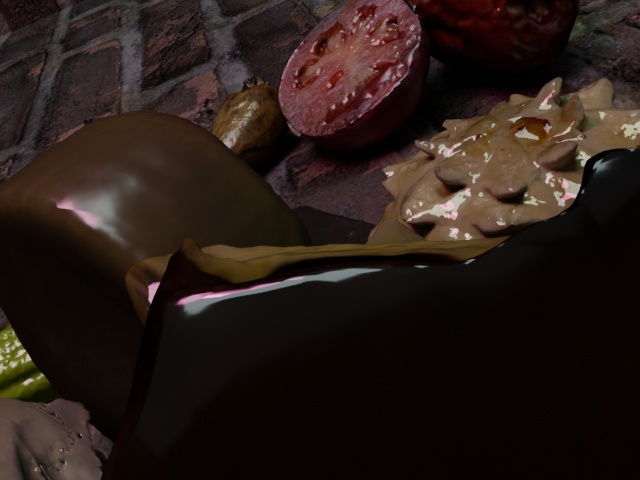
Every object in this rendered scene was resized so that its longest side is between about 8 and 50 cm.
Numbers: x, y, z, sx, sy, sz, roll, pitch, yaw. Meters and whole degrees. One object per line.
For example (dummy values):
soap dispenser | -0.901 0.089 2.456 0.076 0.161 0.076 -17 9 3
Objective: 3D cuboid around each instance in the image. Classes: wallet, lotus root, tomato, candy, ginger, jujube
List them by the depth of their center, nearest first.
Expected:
ginger | 0.088 0.138 0.457 0.359 0.211 0.413 -26 69 5
candy | -0.249 0.112 0.854 0.210 0.096 0.097 -25 30 -13
wallet | 0.000 0.000 0.925 0.082 0.018 0.157 -40 34 -25
jujube | 0.212 -0.301 1.097 0.183 0.183 0.243 -29 20 -10
tomato | 0.052 -0.208 1.101 0.225 0.085 0.224 -22 52 32
lotus root | -0.106 -0.133 1.147 0.108 0.094 0.190 -33 24 49

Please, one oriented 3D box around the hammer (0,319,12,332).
hammer | -0.335 0.070 1.033 0.111 0.043 0.365 -6 36 25

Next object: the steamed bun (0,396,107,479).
steamed bun | -0.328 0.224 0.579 0.347 0.237 0.394 2 39 38

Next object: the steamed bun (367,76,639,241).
steamed bun | 0.169 -0.051 0.780 0.292 0.137 0.295 -43 37 -25

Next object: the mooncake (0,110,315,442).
mooncake | -0.124 0.043 0.681 0.285 0.284 0.155 8 40 42
